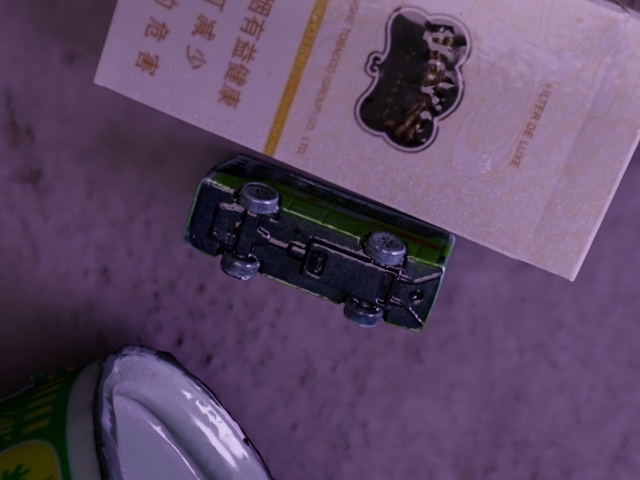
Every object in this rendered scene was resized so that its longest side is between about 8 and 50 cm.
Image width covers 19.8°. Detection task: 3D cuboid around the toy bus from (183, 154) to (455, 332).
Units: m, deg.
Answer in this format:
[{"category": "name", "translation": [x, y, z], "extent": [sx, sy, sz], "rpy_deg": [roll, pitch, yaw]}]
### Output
[{"category": "toy bus", "translation": [0.000, 0.000, 0.592], "extent": [0.083, 0.037, 0.031], "rpy_deg": [21, 118, 5]}]

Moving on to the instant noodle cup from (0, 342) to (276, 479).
[{"category": "instant noodle cup", "translation": [-0.125, 0.147, 0.614], "extent": [0.233, 0.207, 0.207], "rpy_deg": [-30, 104, 14]}]

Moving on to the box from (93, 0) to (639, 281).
[{"category": "box", "translation": [0.019, -0.059, 0.567], "extent": [0.167, 0.024, 0.090], "rpy_deg": [23, 117, 3]}]
